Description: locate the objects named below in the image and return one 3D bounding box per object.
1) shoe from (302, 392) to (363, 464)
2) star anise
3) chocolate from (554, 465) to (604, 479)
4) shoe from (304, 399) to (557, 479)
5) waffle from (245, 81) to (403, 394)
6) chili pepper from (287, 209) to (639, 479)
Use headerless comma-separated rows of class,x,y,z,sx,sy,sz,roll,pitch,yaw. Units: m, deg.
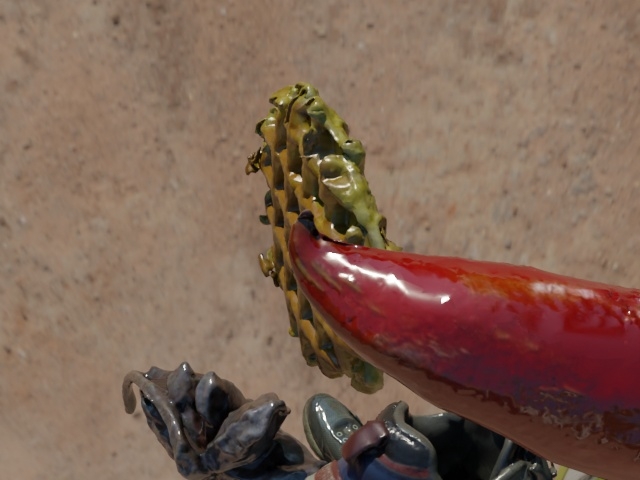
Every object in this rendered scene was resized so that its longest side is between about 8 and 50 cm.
shoe,0.049,0.262,1.927,0.074,0.077,0.194,-18,67,-31
star anise,-0.120,0.257,1.900,0.139,0.359,0.316,-40,84,-25
chocolate,0.321,0.200,1.056,0.289,0.301,0.137,44,50,7
shoe,0.101,0.143,0.931,0.227,0.099,0.125,13,109,-23
waffle,0.000,0.000,1.590,0.068,0.302,0.325,-10,81,-18
chili pepper,0.173,0.039,0.635,0.368,0.092,0.137,3,50,-33
